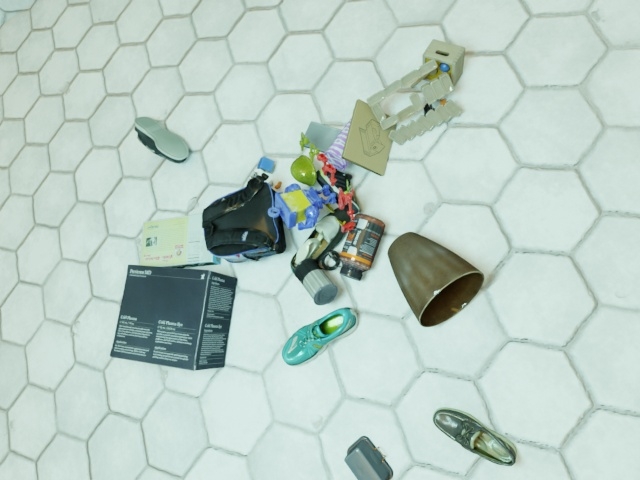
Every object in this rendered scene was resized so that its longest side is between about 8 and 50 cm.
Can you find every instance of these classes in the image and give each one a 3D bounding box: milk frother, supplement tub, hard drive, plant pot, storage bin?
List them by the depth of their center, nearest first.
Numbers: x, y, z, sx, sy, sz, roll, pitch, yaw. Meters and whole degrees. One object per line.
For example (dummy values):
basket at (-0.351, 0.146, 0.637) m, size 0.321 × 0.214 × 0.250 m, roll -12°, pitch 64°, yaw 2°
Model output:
storage bin at (0.133, 0.625, 1.177) m, size 0.098 × 0.091 × 0.135 m, roll -43°, pitch 68°, yaw 5°
plant pot at (0.300, 0.087, 1.203) m, size 0.215 × 0.215 × 0.230 m, roll -41°, pitch 53°, yaw 6°
milk frother at (0.016, 0.111, 1.315) m, size 0.143 × 0.129 × 0.135 m, roll -50°, pitch 48°, yaw 10°
supplement tub at (0.124, 0.023, 1.317) m, size 0.106 × 0.106 × 0.198 m, roll 18°, pitch 83°, yaw 22°
hard drive at (0.007, -0.361, 1.496) m, size 0.135 × 0.022 × 0.094 m, roll 22°, pitch 85°, yaw 23°

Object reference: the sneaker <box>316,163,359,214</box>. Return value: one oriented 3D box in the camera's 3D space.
sneaker at (0.069, -0.184, 1.387) m, size 0.097 × 0.084 × 0.235 m, roll -36°, pitch 56°, yaw -5°

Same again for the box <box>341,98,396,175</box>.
box at (0.162, -0.332, 1.375) m, size 0.021 × 0.164 × 0.201 m, roll -2°, pitch 72°, yaw 62°

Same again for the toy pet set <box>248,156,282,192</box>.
toy pet set at (-0.200, -0.235, 1.516) m, size 0.122 × 0.065 × 0.114 m, roll 17°, pitch 83°, yaw 22°

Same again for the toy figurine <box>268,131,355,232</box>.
toy figurine at (-0.073, -0.149, 1.294) m, size 0.217 × 0.191 × 0.363 m, roll -23°, pitch 54°, yaw -17°

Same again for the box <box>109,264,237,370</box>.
box at (-0.491, 0.256, 1.439) m, size 0.343 × 0.179 × 0.313 m, roll 3°, pitch 79°, yaw 20°

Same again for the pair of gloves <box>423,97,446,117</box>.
pair of gloves at (0.380, -0.422, 1.386) m, size 0.083 × 0.010 × 0.074 m, roll -11°, pitch 75°, yaw 19°

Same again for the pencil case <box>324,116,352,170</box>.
pencil case at (0.097, -0.329, 1.402) m, size 0.088 × 0.086 × 0.206 m, roll 37°, pitch 73°, yaw -3°

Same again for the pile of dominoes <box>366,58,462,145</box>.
pile of dominoes at (0.300, -0.434, 1.351) m, size 0.251 × 0.040 × 0.196 m, roll -26°, pitch 114°, yaw 18°

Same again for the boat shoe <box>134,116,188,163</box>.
boat shoe at (-0.633, -0.386, 1.696) m, size 0.114 × 0.091 × 0.302 m, roll -28°, pitch 60°, yaw -36°

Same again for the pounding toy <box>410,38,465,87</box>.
pounding toy at (0.374, -0.555, 1.366) m, size 0.141 × 0.130 × 0.100 m, roll 27°, pitch 75°, yaw 23°

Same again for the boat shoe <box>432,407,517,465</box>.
boat shoe at (0.404, 0.515, 1.116) m, size 0.223 × 0.073 × 0.080 m, roll 24°, pitch 86°, yaw 23°

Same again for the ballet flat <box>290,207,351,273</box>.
ballet flat at (0.000, 0.000, 1.371) m, size 0.095 × 0.096 × 0.280 m, roll 36°, pitch 90°, yaw 24°

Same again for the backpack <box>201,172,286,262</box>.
backpack at (-0.252, -0.048, 1.413) m, size 0.263 × 0.213 × 0.277 m, roll -11°, pitch 67°, yaw 8°

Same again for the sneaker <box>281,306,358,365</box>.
sneaker at (-0.014, 0.286, 1.300) m, size 0.275 × 0.110 × 0.107 m, roll -37°, pitch 68°, yaw 9°

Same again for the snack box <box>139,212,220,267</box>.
snack box at (-0.521, 0.008, 1.573) m, size 0.321 × 0.060 × 0.187 m, roll -6°, pitch 75°, yaw 18°
